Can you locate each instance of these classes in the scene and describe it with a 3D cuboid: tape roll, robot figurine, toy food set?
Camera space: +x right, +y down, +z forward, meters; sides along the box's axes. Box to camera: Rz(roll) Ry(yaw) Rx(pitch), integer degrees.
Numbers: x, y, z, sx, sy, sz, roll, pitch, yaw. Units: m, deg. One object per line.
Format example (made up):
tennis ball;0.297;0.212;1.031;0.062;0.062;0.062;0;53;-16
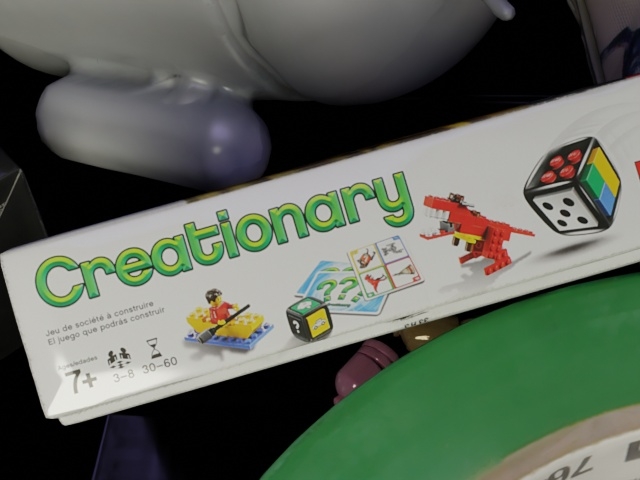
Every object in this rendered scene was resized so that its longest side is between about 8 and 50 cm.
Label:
tape roll;0.113;0.157;0.321;0.321;0.077;0.321;-3;55;4
robot figurine;-0.046;-0.172;0.667;0.354;0.200;0.299;11;84;33
toy food set;0.046;0.072;0.603;0.078;0.019;0.122;-14;59;-4

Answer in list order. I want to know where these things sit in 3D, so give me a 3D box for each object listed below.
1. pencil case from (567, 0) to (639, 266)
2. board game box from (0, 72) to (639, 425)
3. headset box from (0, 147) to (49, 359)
pencil case;0.193;-0.053;0.596;0.184;0.160;0.410;-19;47;21
board game box;0.000;0.000;0.511;0.193;0.305;0.053;-16;92;-6
headset box;-0.294;-0.023;0.661;0.218;0.110;0.293;-36;56;-21
